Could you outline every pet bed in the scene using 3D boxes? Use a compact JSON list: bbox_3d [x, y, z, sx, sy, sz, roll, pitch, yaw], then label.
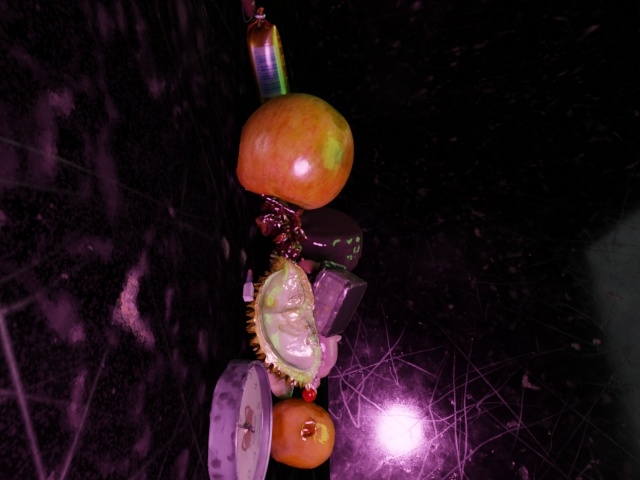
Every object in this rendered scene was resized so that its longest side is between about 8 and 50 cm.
[{"bbox_3d":[0.024,0.186,1.356,0.183,0.159,0.210,0,117,-63],"label":"pet bed"}]

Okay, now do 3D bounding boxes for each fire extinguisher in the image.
[{"bbox_3d":[-0.234,-0.749,1.321,0.078,0.045,0.157,-64,168,-10],"label":"fire extinguisher"}]

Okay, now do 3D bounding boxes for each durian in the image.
[{"bbox_3d":[-0.107,0.227,1.204,0.163,0.198,0.394,67,18,-67],"label":"durian"}]

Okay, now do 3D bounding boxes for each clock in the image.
[{"bbox_3d":[-0.182,0.449,1.000,0.325,0.067,0.324,-3,90,-84],"label":"clock"}]

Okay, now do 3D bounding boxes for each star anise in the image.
[{"bbox_3d":[-0.126,-0.053,1.573,0.144,0.158,0.140,128,-33,-61],"label":"star anise"},{"bbox_3d":[-0.124,-0.032,1.388,0.220,0.126,0.190,52,29,-53],"label":"star anise"}]

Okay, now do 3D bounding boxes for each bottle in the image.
[{"bbox_3d":[-0.049,0.157,1.482,0.236,0.148,0.147,91,1,-51],"label":"bottle"}]

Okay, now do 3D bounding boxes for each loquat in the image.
[{"bbox_3d":[-0.064,0.577,1.268,0.238,0.239,0.193,78,17,-52],"label":"loquat"}]

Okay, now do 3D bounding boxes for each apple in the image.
[{"bbox_3d":[-0.072,-0.257,1.221,0.339,0.340,0.339,-4,90,-84],"label":"apple"}]

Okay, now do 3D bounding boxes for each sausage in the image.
[{"bbox_3d":[-0.177,-0.603,1.402,0.125,0.117,0.317,41,-33,48],"label":"sausage"}]

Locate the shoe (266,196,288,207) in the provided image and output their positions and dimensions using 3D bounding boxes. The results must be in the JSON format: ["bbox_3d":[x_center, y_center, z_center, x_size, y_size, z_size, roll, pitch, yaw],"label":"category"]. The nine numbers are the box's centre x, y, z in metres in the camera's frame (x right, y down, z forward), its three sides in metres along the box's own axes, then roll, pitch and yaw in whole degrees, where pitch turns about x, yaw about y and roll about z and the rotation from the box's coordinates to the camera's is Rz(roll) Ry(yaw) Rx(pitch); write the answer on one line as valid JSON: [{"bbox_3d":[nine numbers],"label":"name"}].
[{"bbox_3d":[-0.161,-0.122,1.506,0.072,0.069,0.109,55,12,-27],"label":"shoe"}]

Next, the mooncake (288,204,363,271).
[{"bbox_3d":[0.000,0.000,1.762,0.381,0.351,0.212,-60,156,-61],"label":"mooncake"}]

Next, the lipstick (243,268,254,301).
[{"bbox_3d":[-0.202,0.122,1.186,0.107,0.025,0.025,-95,178,-47],"label":"lipstick"}]

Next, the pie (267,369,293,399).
[{"bbox_3d":[-0.130,0.377,1.470,0.337,0.075,0.337,-9,90,-82],"label":"pie"}]

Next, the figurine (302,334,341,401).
[{"bbox_3d":[-0.043,0.391,1.369,0.287,0.176,0.186,-49,146,-68],"label":"figurine"}]

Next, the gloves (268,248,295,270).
[{"bbox_3d":[-0.136,0.088,1.511,0.144,0.094,0.110,94,5,-78],"label":"gloves"}]
